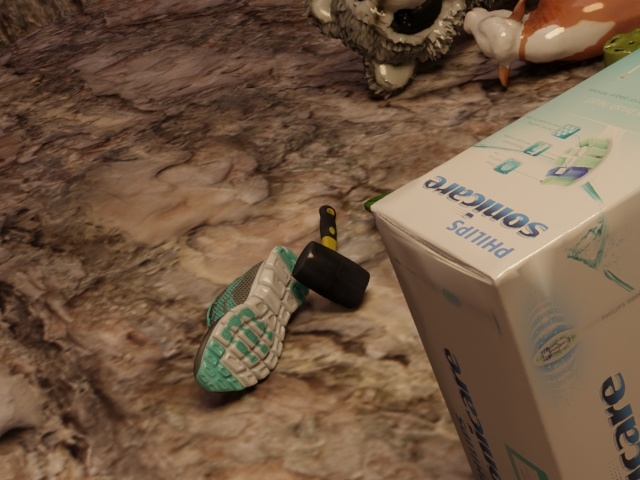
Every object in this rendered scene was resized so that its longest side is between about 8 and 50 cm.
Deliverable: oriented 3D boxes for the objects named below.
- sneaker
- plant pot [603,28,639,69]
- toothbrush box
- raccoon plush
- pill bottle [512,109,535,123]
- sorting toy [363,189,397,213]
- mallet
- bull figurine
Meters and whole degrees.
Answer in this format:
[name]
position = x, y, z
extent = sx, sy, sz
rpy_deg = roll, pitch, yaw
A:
[sneaker]
position = -0.069, 0.074, 0.856
extent = 0.076, 0.065, 0.166
rpy_deg = -24, 19, 35
[plant pot]
position = 0.298, -0.153, 0.948
extent = 0.083, 0.079, 0.083
rpy_deg = -19, 27, 10
[toothbrush box]
position = 0.206, 0.015, 0.567
extent = 0.295, 0.216, 0.126
rpy_deg = -29, 27, -14
[raccoon plush]
position = 0.181, -0.320, 1.308
extent = 0.299, 0.446, 0.216
rpy_deg = -47, 66, 18
[pill bottle]
position = 0.172, -0.039, 0.807
extent = 0.193, 0.108, 0.108
rpy_deg = -40, 32, -30
[sorting toy]
position = 0.082, -0.023, 0.932
extent = 0.061, 0.042, 0.102
rpy_deg = -23, 10, -36
[mallet]
position = 0.000, 0.000, 0.920
extent = 0.039, 0.062, 0.190
rpy_deg = -57, 18, 16
[bull figurine]
position = 0.318, -0.265, 1.111
extent = 0.310, 0.101, 0.188
rpy_deg = -9, 28, 25
